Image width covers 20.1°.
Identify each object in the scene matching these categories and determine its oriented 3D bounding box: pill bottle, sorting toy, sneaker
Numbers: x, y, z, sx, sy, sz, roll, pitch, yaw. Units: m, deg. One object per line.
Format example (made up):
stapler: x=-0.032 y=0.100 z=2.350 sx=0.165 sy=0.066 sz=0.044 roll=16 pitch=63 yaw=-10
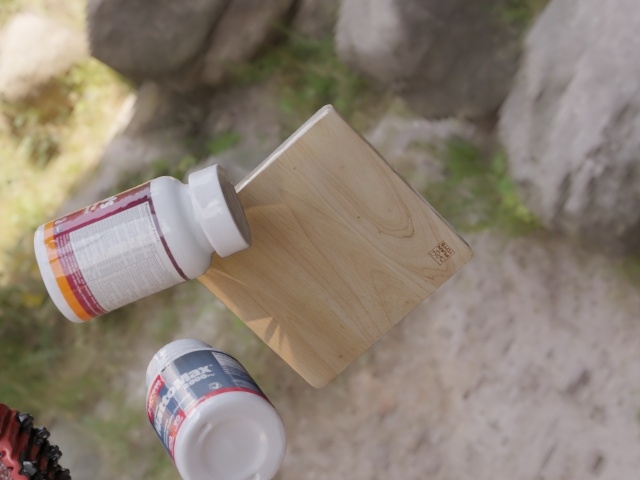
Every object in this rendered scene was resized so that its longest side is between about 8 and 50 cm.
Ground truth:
pill bottle: x=-0.108 y=0.164 z=1.725 sx=0.108 sy=0.108 sz=0.180 roll=-58 pitch=26 yaw=6
sorting toy: x=0.000 y=0.000 z=2.153 sx=0.255 sy=0.257 sz=0.089 roll=-42 pitch=21 yaw=11
pill bottle: x=-0.197 y=0.001 z=2.015 sx=0.221 sy=0.121 sz=0.121 roll=-22 pitch=20 yaw=7
sneaker: x=-0.433 y=0.257 z=2.275 sx=0.135 sy=0.276 sz=0.097 roll=-32 pitch=23 yaw=21
